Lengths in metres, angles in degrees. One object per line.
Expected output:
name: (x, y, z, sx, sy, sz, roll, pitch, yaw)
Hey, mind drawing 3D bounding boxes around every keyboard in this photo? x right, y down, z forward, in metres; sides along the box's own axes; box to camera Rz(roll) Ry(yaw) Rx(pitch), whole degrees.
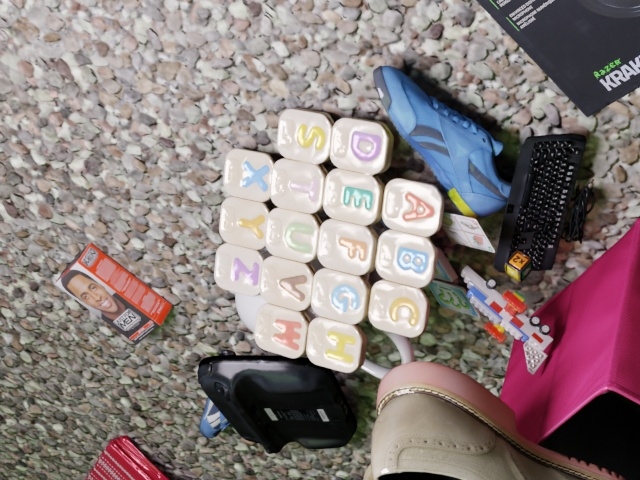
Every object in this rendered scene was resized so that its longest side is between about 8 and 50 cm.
keyboard: (0.249, -0.031, 1.301, 0.100, 0.038, 0.192, -7, 135, -12)

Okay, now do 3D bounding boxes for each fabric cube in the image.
fabric cube: (0.359, 0.187, 1.329, 0.254, 0.258, 0.259, 32, 135, -6)

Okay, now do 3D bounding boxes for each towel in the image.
towel: (-0.301, 0.442, 1.966, 0.199, 0.031, 0.275, 43, 135, 6)

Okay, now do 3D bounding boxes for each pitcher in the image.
pitcher: (0.009, 0.087, 1.453, 0.207, 0.125, 0.177, -7, 103, 36)

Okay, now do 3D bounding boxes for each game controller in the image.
game controller: (-0.049, 0.212, 1.588, 0.167, 0.067, 0.319, -8, 155, 6)

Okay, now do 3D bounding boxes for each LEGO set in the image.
LEGO set: (0.158, 0.046, 1.349, 0.244, 0.060, 0.182, 16, 146, 55)

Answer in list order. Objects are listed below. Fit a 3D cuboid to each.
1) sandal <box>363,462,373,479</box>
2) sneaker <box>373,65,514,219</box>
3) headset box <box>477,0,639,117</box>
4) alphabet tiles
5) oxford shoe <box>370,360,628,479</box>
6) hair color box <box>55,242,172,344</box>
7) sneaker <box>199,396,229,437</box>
sandal: (0.080, 0.399, 1.767, 0.088, 0.079, 0.240, 27, 135, -3)
sneaker: (0.138, -0.115, 1.286, 0.082, 0.069, 0.209, -31, 113, 22)
headset box: (0.239, -0.290, 1.027, 0.283, 0.131, 0.246, 43, 132, -17)
alphabet tiles: (0.000, 0.000, 1.358, 0.278, 0.021, 0.284, 13, 103, 27)
oxford shoe: (0.205, 0.284, 1.194, 0.397, 0.146, 0.140, 33, 132, -9)
hair color box: (-0.279, 0.073, 1.642, 0.141, 0.043, 0.072, 39, 135, -13)
sneaker: (-0.134, 0.240, 1.729, 0.059, 0.053, 0.144, 21, 136, 0)
